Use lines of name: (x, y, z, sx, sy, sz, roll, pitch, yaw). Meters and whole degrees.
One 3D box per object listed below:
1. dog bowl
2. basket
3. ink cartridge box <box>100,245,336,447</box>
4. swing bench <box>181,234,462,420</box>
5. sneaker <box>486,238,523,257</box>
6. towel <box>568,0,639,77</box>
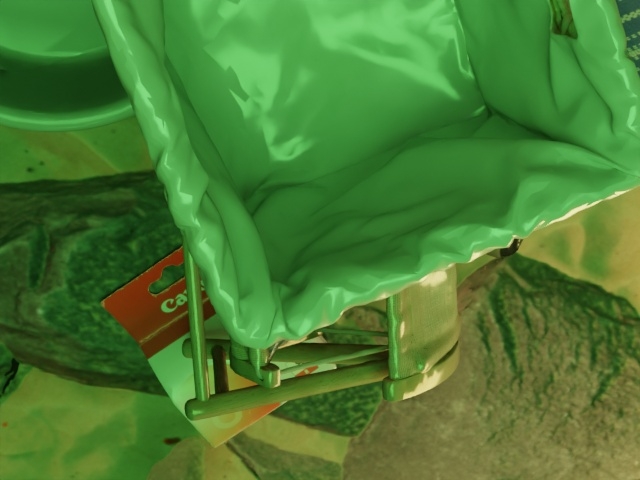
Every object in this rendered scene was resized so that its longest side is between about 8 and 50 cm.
dog bowl: (-0.216, -0.244, 1.485, 0.349, 0.102, 0.348, -3, 118, -6)
basket: (0.011, -0.147, 1.328, 0.331, 0.266, 0.328, -23, 103, -8)
ink cartridge box: (-0.092, 0.088, 1.711, 0.145, 0.045, 0.179, -34, 119, 10)
swing bench: (0.000, 0.000, 1.586, 0.255, 0.165, 0.253, -5, 108, -4)
sneaker: (0.215, -0.066, 1.619, 0.130, 0.087, 0.227, 19, 123, 4)
towel: (0.321, -0.182, 1.563, 0.243, 0.040, 0.336, -21, 125, 40)
